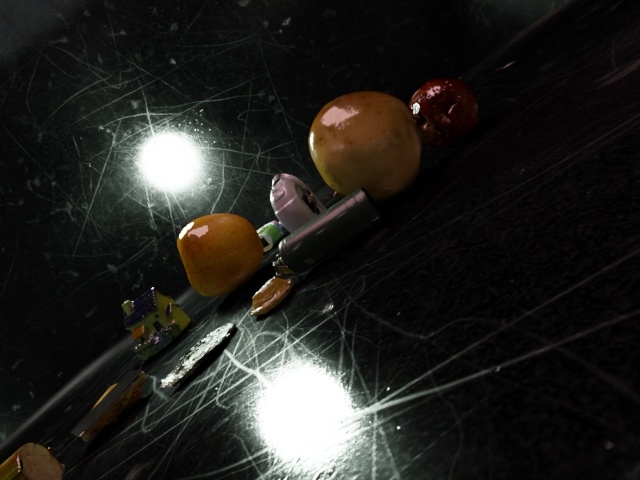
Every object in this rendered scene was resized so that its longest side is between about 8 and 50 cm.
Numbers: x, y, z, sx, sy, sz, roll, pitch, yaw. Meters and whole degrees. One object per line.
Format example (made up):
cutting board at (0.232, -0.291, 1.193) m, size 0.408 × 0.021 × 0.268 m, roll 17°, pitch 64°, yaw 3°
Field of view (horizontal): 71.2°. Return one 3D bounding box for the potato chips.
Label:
potato chips at (-0.292, 0.270, 1.069) m, size 0.202 × 0.029 × 0.220 m, roll -33°, pitch 9°, yaw 13°

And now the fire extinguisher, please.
fire extinguisher at (0.000, 0.000, 1.058) m, size 0.311 × 0.114 × 0.095 m, roll -32°, pitch 42°, yaw 16°

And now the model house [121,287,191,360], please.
model house at (-0.616, 0.286, 1.629) m, size 0.194 × 0.211 × 0.170 m, roll -33°, pitch 9°, yaw 23°

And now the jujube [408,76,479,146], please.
jujube at (0.325, -0.339, 1.192) m, size 0.183 × 0.183 × 0.243 m, roll -37°, pitch 3°, yaw 8°

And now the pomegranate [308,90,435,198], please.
pomegranate at (0.109, -0.230, 1.111) m, size 0.307 × 0.307 × 0.307 m, roll -37°, pitch 10°, yaw 8°

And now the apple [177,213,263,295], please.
apple at (-0.350, 0.045, 1.574) m, size 0.275 × 0.299 × 0.299 m, roll -25°, pitch 6°, yaw -17°

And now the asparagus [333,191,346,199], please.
asparagus at (0.126, -0.202, 1.589) m, size 0.080 × 0.080 × 0.287 m, roll -29°, pitch 5°, yaw 41°

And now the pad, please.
pad at (-0.522, 0.392, 1.094) m, size 0.116 × 0.004 × 0.193 m, roll -21°, pitch 24°, yaw 48°

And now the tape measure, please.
tape measure at (-0.062, -0.091, 1.328) m, size 0.120 × 0.236 × 0.197 m, roll -36°, pitch 17°, yaw 19°

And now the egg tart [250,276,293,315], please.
egg tart at (-0.122, 0.126, 1.052) m, size 0.128 × 0.049 × 0.129 m, roll -38°, pitch 8°, yaw 6°

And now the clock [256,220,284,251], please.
clock at (-0.241, -0.018, 2.000) m, size 0.194 × 0.100 × 0.195 m, roll -27°, pitch 17°, yaw 33°

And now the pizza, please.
pizza at (-0.509, 0.410, 1.128) m, size 0.193 × 0.053 × 0.201 m, roll -36°, pitch 15°, yaw 11°

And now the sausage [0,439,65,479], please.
sausage at (-0.680, 0.561, 0.885) m, size 0.317 × 0.117 × 0.125 m, roll -43°, pitch -4°, yaw -15°
